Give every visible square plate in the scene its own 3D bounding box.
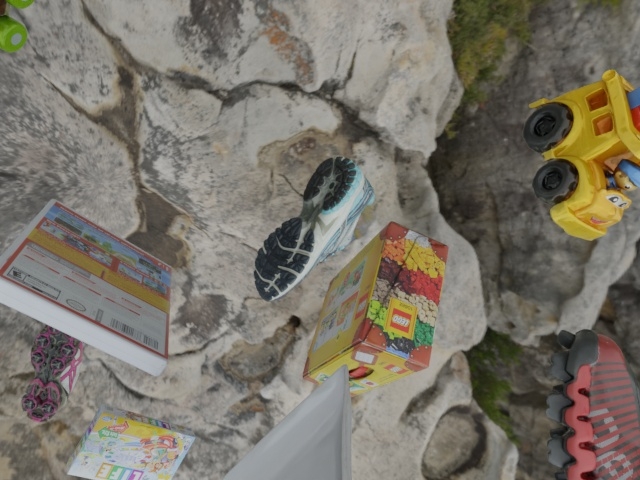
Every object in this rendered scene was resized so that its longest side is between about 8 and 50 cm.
[{"bbox_3d":[-0.074,0.331,0.522,0.049,0.344,0.347,41,103,-9],"label":"square plate"}]

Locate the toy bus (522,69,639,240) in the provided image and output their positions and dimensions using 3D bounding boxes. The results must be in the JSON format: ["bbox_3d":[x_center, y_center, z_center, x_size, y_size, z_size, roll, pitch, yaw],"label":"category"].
[{"bbox_3d":[0.436,-0.135,0.755,0.150,0.212,0.220,20,61,-35],"label":"toy bus"}]

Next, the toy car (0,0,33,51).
[{"bbox_3d":[-0.549,-0.363,0.737,0.155,0.188,0.149,35,120,1],"label":"toy car"}]

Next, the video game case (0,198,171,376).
[{"bbox_3d":[-0.286,0.046,0.660,0.204,0.285,0.025,35,98,-23],"label":"video game case"}]

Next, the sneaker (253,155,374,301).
[{"bbox_3d":[0.000,0.000,0.893,0.283,0.110,0.122,-53,139,6],"label":"sneaker"}]

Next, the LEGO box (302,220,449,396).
[{"bbox_3d":[0.150,0.229,1.540,0.193,0.500,0.372,23,60,-9],"label":"LEGO box"}]

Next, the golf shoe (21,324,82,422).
[{"bbox_3d":[-0.422,0.192,0.826,0.068,0.086,0.186,22,100,-3],"label":"golf shoe"}]

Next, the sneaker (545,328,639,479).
[{"bbox_3d":[0.241,0.199,0.366,0.098,0.135,0.275,28,55,-60],"label":"sneaker"}]

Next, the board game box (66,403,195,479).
[{"bbox_3d":[-0.285,0.319,0.780,0.154,0.026,0.103,30,90,-31],"label":"board game box"}]
